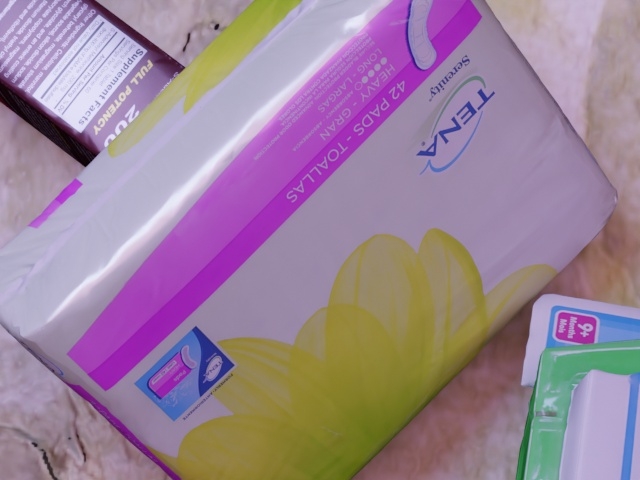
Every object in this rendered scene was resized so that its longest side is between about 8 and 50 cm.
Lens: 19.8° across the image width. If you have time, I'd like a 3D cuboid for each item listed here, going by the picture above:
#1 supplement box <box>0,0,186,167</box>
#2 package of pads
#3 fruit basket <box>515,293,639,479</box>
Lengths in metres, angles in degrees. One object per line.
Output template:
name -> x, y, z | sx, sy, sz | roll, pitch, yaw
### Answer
supplement box -> -0.171, -0.117, 1.056 | 0.239, 0.130, 0.073 | 38, 83, 7
package of pads -> 0.000, 0.000, 0.987 | 0.296, 0.229, 0.101 | -45, 37, -5
fruit basket -> 0.260, 0.172, 0.894 | 0.353, 0.165, 0.327 | 6, 53, 11
